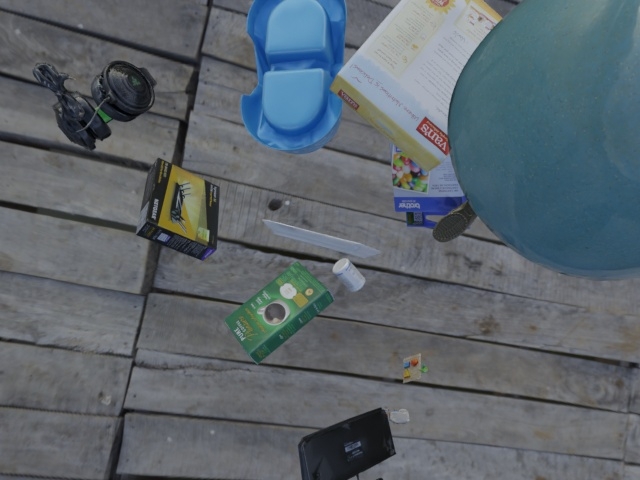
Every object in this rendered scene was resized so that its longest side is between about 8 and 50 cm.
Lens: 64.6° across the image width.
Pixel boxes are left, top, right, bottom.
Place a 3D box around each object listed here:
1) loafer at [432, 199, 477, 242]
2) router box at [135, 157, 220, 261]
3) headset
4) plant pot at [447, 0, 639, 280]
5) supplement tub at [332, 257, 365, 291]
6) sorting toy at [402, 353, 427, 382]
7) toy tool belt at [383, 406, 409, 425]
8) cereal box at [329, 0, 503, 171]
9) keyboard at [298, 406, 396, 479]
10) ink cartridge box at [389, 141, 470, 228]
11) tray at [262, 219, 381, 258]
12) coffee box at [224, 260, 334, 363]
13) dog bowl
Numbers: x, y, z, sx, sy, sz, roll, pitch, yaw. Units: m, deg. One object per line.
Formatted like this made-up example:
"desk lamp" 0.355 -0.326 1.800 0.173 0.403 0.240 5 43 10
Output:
"loafer" 0.309 -0.049 1.104 0.148 0.050 0.056 -39 77 9
"router box" -0.462 -0.104 1.681 0.243 0.081 0.308 25 39 -32
"headset" -0.527 -0.335 1.180 0.244 0.394 0.185 -34 111 6
"plant pot" 0.272 -0.119 0.407 0.291 0.195 0.289 0 81 -1
"supplement tub" 0.099 0.120 1.768 0.071 0.071 0.107 -47 114 -14
"sorting toy" 0.213 0.285 1.142 0.012 0.083 0.062 26 54 -22
"toy tool belt" 0.223 0.522 1.502 0.084 0.051 0.052 -2 73 8
"cereal box" 0.149 -0.234 0.673 0.173 0.047 0.240 40 73 -5
"keyboard" 0.075 0.523 1.183 0.317 0.033 0.201 2 72 -47
"ink cartridge box" 0.265 -0.175 1.234 0.065 0.186 0.310 -25 113 -49
"tray" 0.000 0.000 1.229 0.271 0.145 0.030 15 89 27
"coffee box" -0.079 0.130 0.943 0.184 0.113 0.040 -39 135 -12
"dog bowl" -0.035 -0.280 0.830 0.166 0.074 0.296 0 82 12
